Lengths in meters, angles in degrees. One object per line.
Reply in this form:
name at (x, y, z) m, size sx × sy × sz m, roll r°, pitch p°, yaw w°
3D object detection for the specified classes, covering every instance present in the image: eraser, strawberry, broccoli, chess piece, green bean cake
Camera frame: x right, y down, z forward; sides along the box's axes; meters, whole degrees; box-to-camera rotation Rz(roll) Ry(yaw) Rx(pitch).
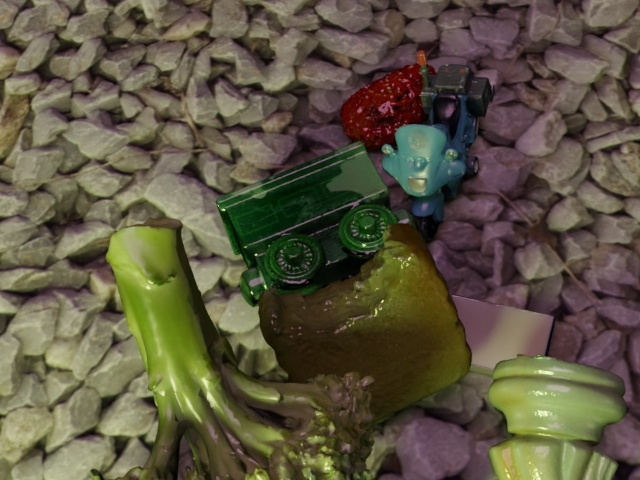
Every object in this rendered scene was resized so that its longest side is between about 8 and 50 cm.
eraser at (0.239, 0.137, 1.521) m, size 0.150 × 0.023 × 0.104 m, roll 12°, pitch 61°, yaw 15°
strawberry at (0.110, -0.223, 1.728) m, size 0.188 × 0.082 × 0.121 m, roll -44°, pitch 60°, yaw -15°
broccoli at (-0.093, 0.177, 1.260) m, size 0.274 × 0.353 × 0.397 m, roll -24°, pitch 60°, yaw 14°
chess piece at (0.280, 0.303, 1.356) m, size 0.175 × 0.176 × 0.298 m, roll 4°, pitch 72°, yaw 10°
green bean cake at (0.056, 0.109, 1.436) m, size 0.236 × 0.233 × 0.124 m, roll -25°, pitch 29°, yaw 1°

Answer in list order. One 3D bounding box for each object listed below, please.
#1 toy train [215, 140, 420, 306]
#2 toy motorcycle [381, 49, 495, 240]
toy train at (0.000, 0.000, 1.569) m, size 0.266 × 0.145 × 0.202 m, roll -23°, pitch 55°, yaw -7°
toy motorcycle at (0.174, -0.148, 1.614) m, size 0.123 × 0.182 × 0.272 m, roll 6°, pitch 58°, yaw 22°
